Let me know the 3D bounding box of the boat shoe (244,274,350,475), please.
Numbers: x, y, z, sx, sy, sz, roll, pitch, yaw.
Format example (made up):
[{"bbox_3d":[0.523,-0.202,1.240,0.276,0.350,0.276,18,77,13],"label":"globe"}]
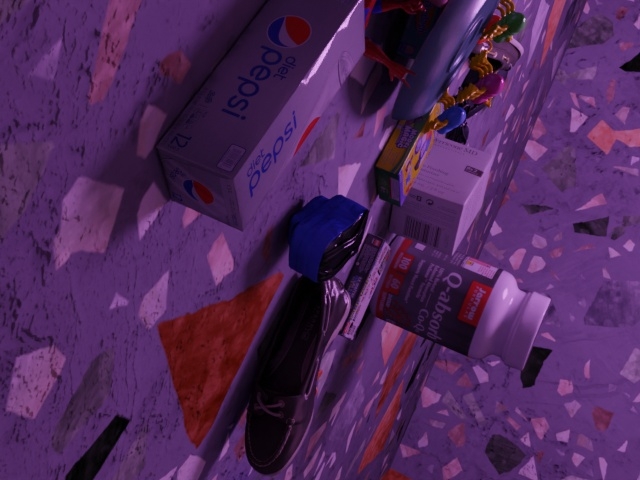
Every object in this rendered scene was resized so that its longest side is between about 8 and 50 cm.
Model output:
[{"bbox_3d":[-0.052,0.200,1.441,0.095,0.112,0.335,47,60,-53],"label":"boat shoe"}]

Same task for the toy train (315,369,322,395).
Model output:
[{"bbox_3d":[-0.038,0.287,1.680,0.125,0.046,0.166,-50,157,-47],"label":"toy train"}]

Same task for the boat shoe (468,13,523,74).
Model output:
[{"bbox_3d":[0.349,-0.401,1.901,0.305,0.109,0.091,12,101,-67],"label":"boat shoe"}]

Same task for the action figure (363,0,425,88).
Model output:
[{"bbox_3d":[0.097,-0.304,1.092,0.280,0.139,0.091,-56,-170,36],"label":"action figure"}]

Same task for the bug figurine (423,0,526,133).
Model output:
[{"bbox_3d":[0.281,-0.308,1.605,0.279,0.072,0.216,-67,-167,-10],"label":"bug figurine"}]

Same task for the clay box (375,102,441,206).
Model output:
[{"bbox_3d":[0.175,-0.189,1.714,0.222,0.053,0.127,-61,162,-20],"label":"clay box"}]

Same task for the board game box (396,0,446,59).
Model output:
[{"bbox_3d":[0.204,-0.389,1.549,0.210,0.047,0.160,-28,139,-65],"label":"board game box"}]

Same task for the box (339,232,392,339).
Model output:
[{"bbox_3d":[0.080,0.094,1.818,0.207,0.036,0.114,-66,164,-6],"label":"box"}]

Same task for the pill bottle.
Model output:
[{"bbox_3d":[0.309,0.137,2.019,0.210,0.363,0.210,-57,161,-33],"label":"pill bottle"}]

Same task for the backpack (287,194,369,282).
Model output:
[{"bbox_3d":[0.000,0.000,1.322,0.120,0.101,0.098,-47,153,-41],"label":"backpack"}]

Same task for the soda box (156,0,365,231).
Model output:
[{"bbox_3d":[-0.053,-0.155,0.963,0.286,0.091,0.098,-58,162,-28],"label":"soda box"}]

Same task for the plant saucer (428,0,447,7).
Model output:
[{"bbox_3d":[0.210,-0.496,1.270,0.332,0.084,0.332,-63,177,-5],"label":"plant saucer"}]

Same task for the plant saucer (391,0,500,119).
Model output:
[{"bbox_3d":[0.214,-0.318,1.433,0.317,0.044,0.317,-56,172,-12],"label":"plant saucer"}]

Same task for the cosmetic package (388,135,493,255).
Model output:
[{"bbox_3d":[0.254,-0.098,1.911,0.183,0.151,0.151,-55,159,-39],"label":"cosmetic package"}]

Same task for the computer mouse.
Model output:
[{"bbox_3d":[0.381,-0.353,2.119,0.272,0.072,0.188,-61,162,-21],"label":"computer mouse"}]
